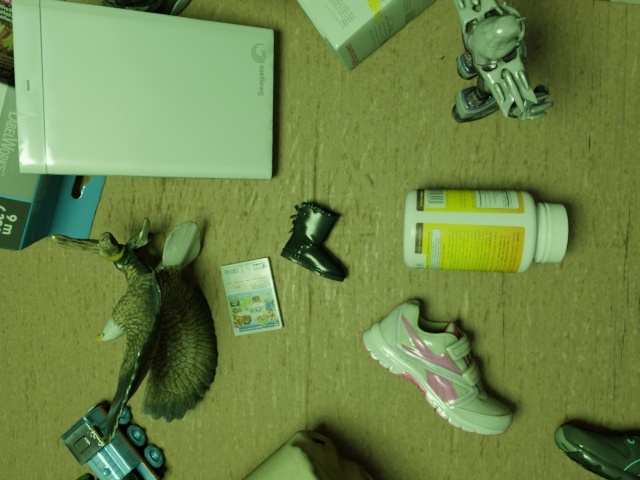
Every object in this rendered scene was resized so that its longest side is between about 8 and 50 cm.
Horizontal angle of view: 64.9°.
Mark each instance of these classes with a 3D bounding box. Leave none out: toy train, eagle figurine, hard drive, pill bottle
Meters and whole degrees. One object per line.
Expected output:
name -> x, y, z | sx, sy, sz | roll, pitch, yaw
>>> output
toy train -> -0.356, 0.368, 0.875 | 0.080, 0.105, 0.184 | -40, 86, 12
eagle figurine -> -0.270, 0.133, 0.790 | 0.225, 0.226, 0.298 | -48, 64, 47
hard drive -> -0.245, -0.210, 0.743 | 0.352, 0.047, 0.233 | -1, 97, -21
pill bottle -> 0.229, -0.014, 0.720 | 0.214, 0.117, 0.117 | 2, 95, 11

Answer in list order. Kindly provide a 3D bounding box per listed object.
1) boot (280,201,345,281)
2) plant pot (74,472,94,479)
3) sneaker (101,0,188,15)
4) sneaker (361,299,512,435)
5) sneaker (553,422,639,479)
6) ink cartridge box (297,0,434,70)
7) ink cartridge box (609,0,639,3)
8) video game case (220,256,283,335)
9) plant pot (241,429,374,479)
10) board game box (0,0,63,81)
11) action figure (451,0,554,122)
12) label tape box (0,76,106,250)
boot -> 0.000, 0.000, 0.806 | 0.121, 0.045, 0.099 | 25, 96, 9
plant pot -> -0.330, 0.625, 0.779 | 0.352, 0.366, 0.367 | 30, 100, 1
sneaker -> -0.322, -0.355, 0.783 | 0.101, 0.153, 0.268 | 45, 101, 5
sneaker -> 0.189, 0.185, 0.752 | 0.252, 0.103, 0.111 | 37, 102, 6
sneaker -> 0.476, 0.317, 0.724 | 0.267, 0.101, 0.106 | 23, 77, 9
ink cartridge box -> 0.062, -0.358, 0.718 | 0.176, 0.128, 0.127 | -38, 87, 11
ink cartridge box -> 0.394, -0.362, 0.616 | 0.115, 0.198, 0.067 | 10, 96, 11
video game case -> -0.116, 0.095, 0.852 | 0.087, 0.011, 0.122 | -11, 92, 11
plant pot -> -0.052, 0.469, 0.740 | 0.334, 0.334, 0.305 | 41, 89, 5
board game box -> -0.604, -0.352, 0.800 | 0.141, 0.232, 0.291 | 40, 100, 6
action figure -> 0.213, -0.228, 0.619 | 0.099, 0.285, 0.186 | -13, 93, 12
label tape box -> -0.488, -0.120, 0.756 | 0.106, 0.333, 0.241 | 31, 104, 52
